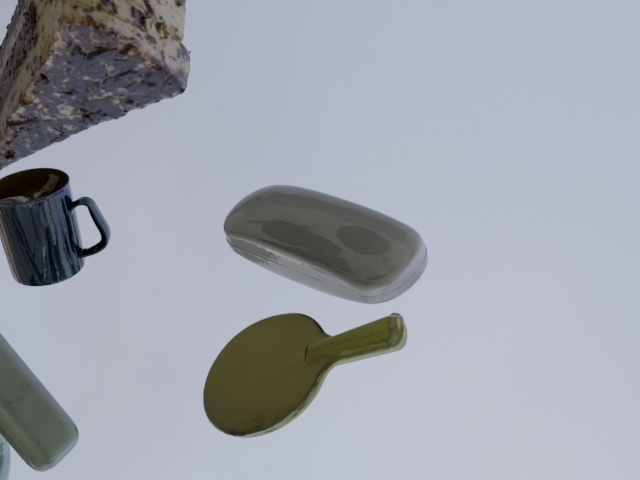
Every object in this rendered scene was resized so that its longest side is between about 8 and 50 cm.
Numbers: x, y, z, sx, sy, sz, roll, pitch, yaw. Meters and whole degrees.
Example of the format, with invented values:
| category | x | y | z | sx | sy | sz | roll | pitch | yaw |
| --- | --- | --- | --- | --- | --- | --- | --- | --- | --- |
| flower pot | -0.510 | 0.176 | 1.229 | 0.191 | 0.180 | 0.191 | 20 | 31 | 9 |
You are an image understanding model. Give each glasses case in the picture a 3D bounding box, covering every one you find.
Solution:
| category | x | y | z | sx | sy | sz | roll | pitch | yaw |
| --- | --- | --- | --- | --- | --- | --- | --- | --- | --- |
| glasses case | 0.000 | 0.000 | 0.990 | 0.233 | 0.059 | 0.092 | 19 | -127 | 39 |

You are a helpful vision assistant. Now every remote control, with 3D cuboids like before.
| category | x | y | z | sx | sy | sz | roll | pitch | yaw |
| --- | --- | --- | --- | --- | --- | --- | --- | --- | --- |
| remote control | -0.436 | 0.172 | 1.353 | 0.038 | 0.309 | 0.090 | -25 | -163 | 46 |

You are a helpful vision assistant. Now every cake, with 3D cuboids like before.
| category | x | y | z | sx | sy | sz | roll | pitch | yaw |
| --- | --- | --- | --- | --- | --- | --- | --- | --- | --- |
| cake | -0.242 | -0.159 | 0.861 | 0.246 | 0.135 | 0.112 | -18 | -121 | 26 |

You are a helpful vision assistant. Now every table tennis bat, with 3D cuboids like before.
| category | x | y | z | sx | sy | sz | roll | pitch | yaw |
| --- | --- | --- | --- | --- | --- | --- | --- | --- | --- |
| table tennis bat | -0.030 | 0.192 | 1.610 | 0.369 | 0.054 | 0.224 | -21 | -137 | 21 |

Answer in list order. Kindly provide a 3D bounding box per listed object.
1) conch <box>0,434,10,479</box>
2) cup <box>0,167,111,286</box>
| category | x | y | z | sx | sy | sz | roll | pitch | yaw |
| --- | --- | --- | --- | --- | --- | --- | --- | --- | --- |
| conch | -0.517 | 0.305 | 1.423 | 0.121 | 0.185 | 0.221 | 13 | -77 | 15 |
| cup | -0.387 | -0.014 | 1.442 | 0.150 | 0.113 | 0.138 | 12 | -56 | 30 |
